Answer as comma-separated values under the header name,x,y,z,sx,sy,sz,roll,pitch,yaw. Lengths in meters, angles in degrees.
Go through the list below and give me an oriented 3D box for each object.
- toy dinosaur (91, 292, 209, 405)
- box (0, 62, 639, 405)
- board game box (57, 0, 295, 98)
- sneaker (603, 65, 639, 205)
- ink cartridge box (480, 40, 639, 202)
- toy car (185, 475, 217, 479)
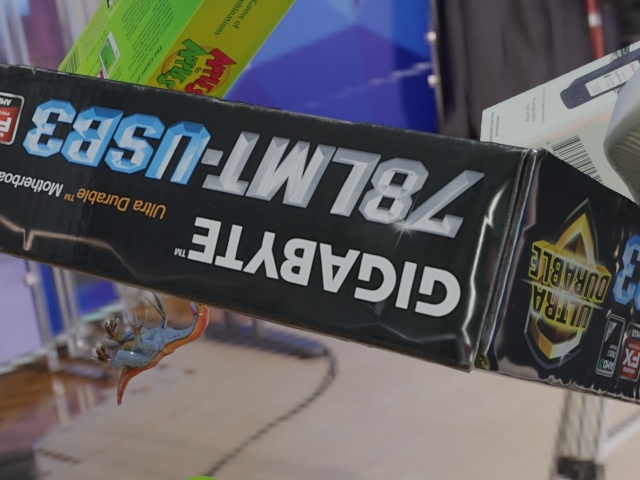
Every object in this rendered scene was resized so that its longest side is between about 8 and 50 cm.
name,x,y,z,sx,sy,sz,roll,pitch,yaw
toy dinosaur,-0.105,0.064,1.002,0.082,0.090,0.047,1,42,24
box,0.000,0.000,0.595,0.293,0.073,0.295,11,-3,31
board game box,-0.074,-0.110,0.782,0.043,0.181,0.092,14,44,-31
sneaker,0.197,-0.066,0.609,0.131,0.148,0.350,24,-5,11
ink cartridge box,0.280,-0.071,1.312,0.237,0.172,0.100,-23,26,22
toy car,-0.155,0.307,1.281,0.188,0.155,0.149,-19,64,-30
